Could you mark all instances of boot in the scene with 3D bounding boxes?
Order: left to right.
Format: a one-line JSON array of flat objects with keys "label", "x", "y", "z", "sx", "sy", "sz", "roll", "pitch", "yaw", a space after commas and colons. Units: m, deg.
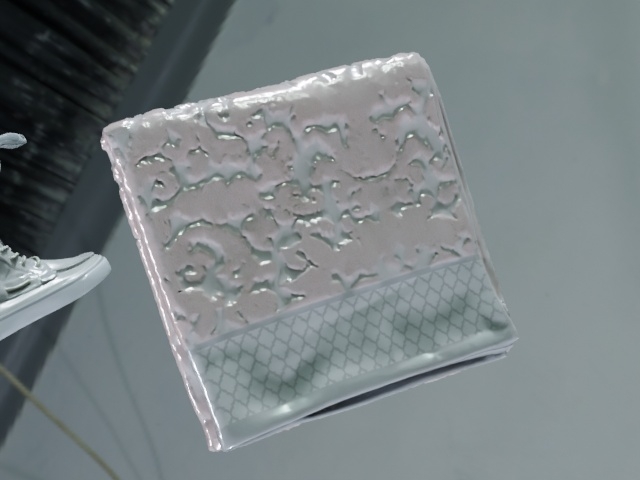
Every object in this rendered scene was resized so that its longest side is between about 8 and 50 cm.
[{"label": "boot", "x": -0.383, "y": 0.039, "z": 1.506, "sx": 0.095, "sy": 0.258, "sz": 0.123, "roll": -15, "pitch": 103, "yaw": 41}]

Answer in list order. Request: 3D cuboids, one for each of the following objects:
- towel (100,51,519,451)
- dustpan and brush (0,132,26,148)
[{"label": "towel", "x": 0.000, "y": 0.000, "z": 1.100, "sx": 0.332, "sy": 0.053, "sz": 0.317, "roll": -16, "pitch": 82, "yaw": -23}, {"label": "dustpan and brush", "x": -0.466, "y": -0.123, "z": 1.591, "sx": 0.060, "sy": 0.211, "sz": 0.147, "roll": -39, "pitch": 83, "yaw": 14}]
